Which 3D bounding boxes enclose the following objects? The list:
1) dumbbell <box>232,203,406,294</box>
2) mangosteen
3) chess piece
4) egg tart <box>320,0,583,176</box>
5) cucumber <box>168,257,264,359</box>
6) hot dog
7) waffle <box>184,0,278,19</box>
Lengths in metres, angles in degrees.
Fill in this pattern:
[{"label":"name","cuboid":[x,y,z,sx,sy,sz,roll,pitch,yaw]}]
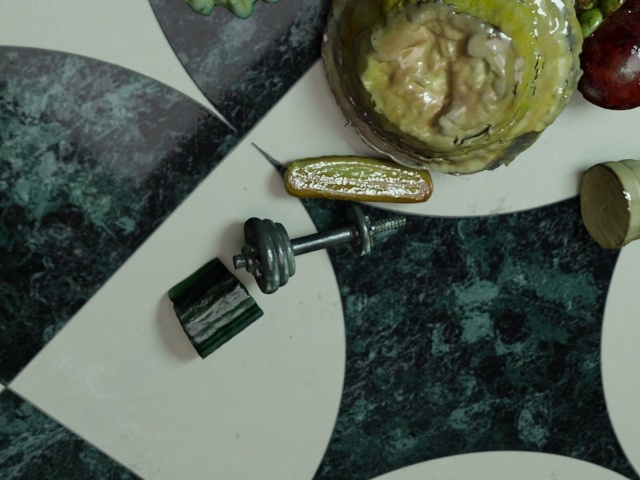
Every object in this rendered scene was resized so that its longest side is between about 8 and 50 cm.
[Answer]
[{"label":"dumbbell","cuboid":[0.000,0.000,1.756,0.254,0.110,0.110,-14,116,-13]},{"label":"mangosteen","cuboid":[0.405,-0.270,1.696,0.166,0.166,0.180,-37,106,5]},{"label":"chess piece","cuboid":[0.537,-0.085,1.841,0.301,0.137,0.137,-16,116,-18]},{"label":"egg tart","cuboid":[0.163,-0.229,1.614,0.352,0.150,0.352,6,116,12]},{"label":"cucumber","cuboid":[-0.151,0.102,1.787,0.115,0.062,0.116,-36,118,0]},{"label":"hot dog","cuboid":[0.053,-0.087,1.756,0.216,0.047,0.066,1,99,-13]},{"label":"waffle","cuboid":[-0.131,-0.396,1.513,0.309,0.056,0.292,13,139,-23]}]
